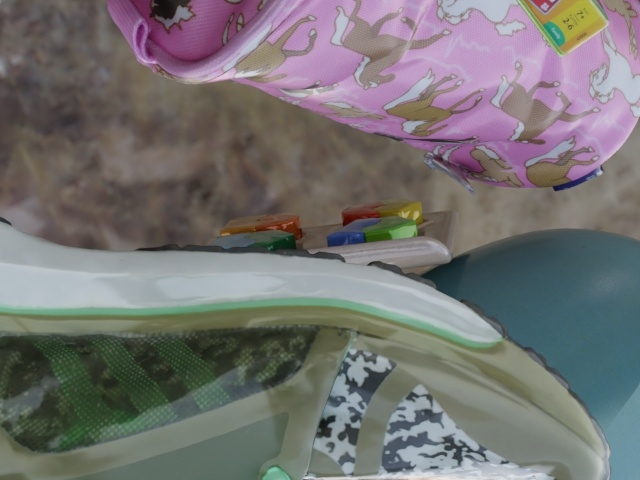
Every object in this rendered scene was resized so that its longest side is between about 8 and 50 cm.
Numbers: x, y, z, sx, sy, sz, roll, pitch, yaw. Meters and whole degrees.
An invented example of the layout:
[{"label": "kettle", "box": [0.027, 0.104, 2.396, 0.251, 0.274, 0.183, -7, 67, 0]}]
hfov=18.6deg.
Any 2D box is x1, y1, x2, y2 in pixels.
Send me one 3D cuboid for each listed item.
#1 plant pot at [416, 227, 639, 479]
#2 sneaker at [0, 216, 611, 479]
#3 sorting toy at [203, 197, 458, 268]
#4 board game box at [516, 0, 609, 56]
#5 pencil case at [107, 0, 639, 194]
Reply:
[{"label": "plant pot", "box": [0.168, 0.127, 1.435, 0.235, 0.293, 0.293, -31, 163, -33]}, {"label": "sneaker", "box": [-0.087, 0.100, 0.811, 0.410, 0.182, 0.158, 9, 158, -3]}, {"label": "sorting toy", "box": [0.000, 0.000, 1.402, 0.193, 0.038, 0.208, -7, -175, 7]}, {"label": "board game box", "box": [0.074, -0.197, 0.968, 0.039, 0.259, 0.124, -35, 118, 13]}, {"label": "pencil case", "box": [0.044, -0.134, 1.170, 0.160, 0.167, 0.386, 4, 172, 38]}]
